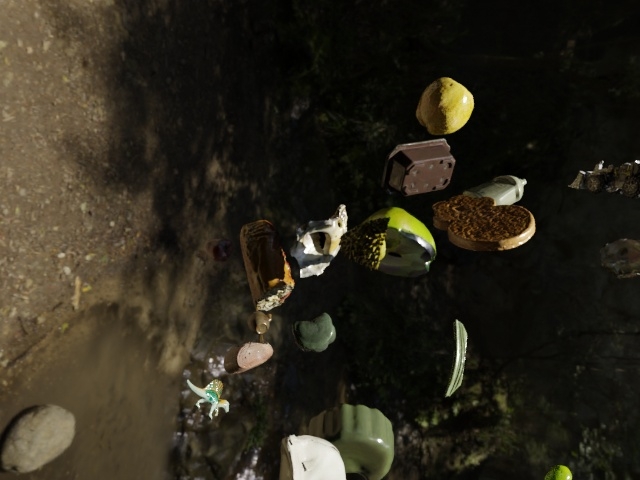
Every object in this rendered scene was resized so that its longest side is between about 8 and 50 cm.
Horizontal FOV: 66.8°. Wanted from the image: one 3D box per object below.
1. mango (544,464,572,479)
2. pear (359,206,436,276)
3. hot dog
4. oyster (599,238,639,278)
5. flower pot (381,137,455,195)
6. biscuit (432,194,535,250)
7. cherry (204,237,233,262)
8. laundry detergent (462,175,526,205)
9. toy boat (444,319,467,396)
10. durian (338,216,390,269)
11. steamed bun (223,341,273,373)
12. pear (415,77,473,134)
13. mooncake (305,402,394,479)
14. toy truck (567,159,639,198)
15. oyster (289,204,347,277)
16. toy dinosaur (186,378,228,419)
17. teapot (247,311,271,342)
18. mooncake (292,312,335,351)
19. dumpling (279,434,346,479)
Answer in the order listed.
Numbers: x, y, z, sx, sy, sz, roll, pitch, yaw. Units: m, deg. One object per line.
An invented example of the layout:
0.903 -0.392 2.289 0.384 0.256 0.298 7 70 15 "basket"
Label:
0.864 0.864 1.769 0.073 0.108 0.056 -132 -152 -55 "mango"
0.328 -0.010 2.129 0.398 0.399 0.165 81 28 -60 "pear"
-0.244 0.096 2.146 0.367 0.196 0.365 121 -48 -68 "hot dog"
1.004 0.072 1.550 0.163 0.191 0.081 -41 139 -4 "oyster"
0.328 -0.221 1.554 0.084 0.251 0.178 50 -36 44 "flower pot"
0.384 -0.045 1.180 0.289 0.202 0.044 38 -33 61 "biscuit"
-0.419 0.036 2.023 0.106 0.126 0.086 -40 130 -20 "cherry"
0.737 -0.201 2.018 0.181 0.254 0.091 -127 -164 -59 "laundry detergent"
0.521 0.454 1.857 0.093 0.055 0.292 69 32 -67 "toy boat"
0.165 0.012 1.744 0.166 0.172 0.306 -57 160 -13 "durian"
-0.286 0.453 1.914 0.175 0.145 0.106 -9 72 -42 "steamed bun"
0.388 -0.419 1.535 0.178 0.178 0.177 7 90 -81 "pear"
0.108 0.775 1.861 0.187 0.352 0.351 -83 175 -54 "mooncake"
0.911 -0.188 1.471 0.286 0.137 0.111 19 -71 62 "toy truck"
-0.007 -0.002 1.915 0.271 0.100 0.274 -9 113 -41 "oyster"
-0.319 0.448 1.412 0.106 0.044 0.187 -45 117 -52 "toy dinosaur"
-0.192 0.290 1.600 0.080 0.085 0.110 -143 -137 -62 "teapot"
-0.027 0.369 1.962 0.104 0.175 0.168 68 39 -64 "mooncake"
-0.016 0.660 1.275 0.341 0.182 0.259 98 -12 -50 "dumpling"
